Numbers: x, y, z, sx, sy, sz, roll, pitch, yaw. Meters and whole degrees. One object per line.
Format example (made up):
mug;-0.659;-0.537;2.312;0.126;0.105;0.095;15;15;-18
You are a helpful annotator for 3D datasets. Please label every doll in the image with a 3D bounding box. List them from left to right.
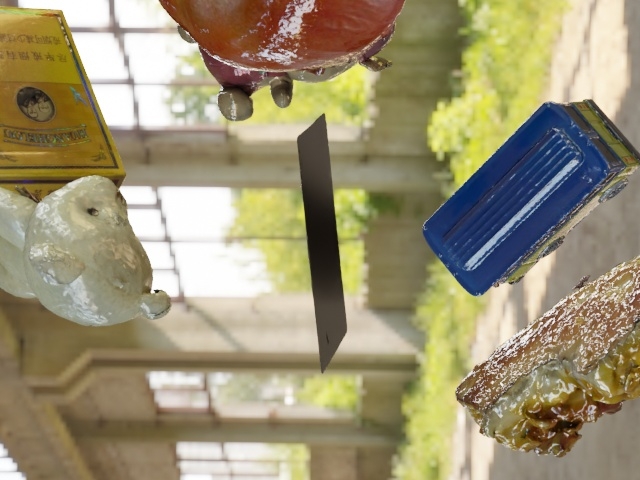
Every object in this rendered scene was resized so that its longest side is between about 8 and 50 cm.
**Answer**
doll;-0.279;0.004;1.576;0.278;0.175;0.149;7;80;47
doll;-0.036;-0.264;1.885;0.196;0.256;0.152;48;-150;-58

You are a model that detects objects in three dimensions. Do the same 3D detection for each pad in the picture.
pad;0.001;0.000;1.672;0.159;0.009;0.265;-52;-43;-72

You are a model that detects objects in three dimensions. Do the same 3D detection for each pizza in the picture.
pizza;0.213;0.093;1.170;0.305;0.085;0.161;-38;12;47

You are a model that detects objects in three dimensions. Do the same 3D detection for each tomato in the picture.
tomato;-0.047;-0.202;0.937;0.085;0.225;0.225;-27;-53;-42

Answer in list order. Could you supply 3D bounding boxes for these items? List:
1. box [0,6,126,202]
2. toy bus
box;-0.395;-0.176;1.977;0.084;0.193;0.301;-56;49;43
toy bus;0.304;-0.062;2.153;0.138;0.287;0.175;52;-151;16
